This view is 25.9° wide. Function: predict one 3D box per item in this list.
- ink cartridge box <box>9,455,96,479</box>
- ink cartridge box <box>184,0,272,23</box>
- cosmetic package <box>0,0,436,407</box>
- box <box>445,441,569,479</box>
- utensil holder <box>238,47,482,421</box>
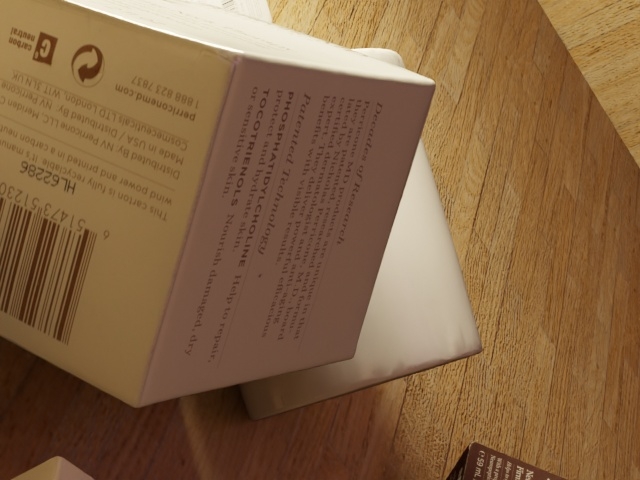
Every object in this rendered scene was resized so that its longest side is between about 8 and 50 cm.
[{"bbox_3d":[-0.241,0.366,1.168,0.197,0.198,0.270,44,30,-31],"label":"ink cartridge box"},{"bbox_3d":[-0.210,-0.328,1.736,0.306,0.131,0.226,-35,115,-53],"label":"ink cartridge box"},{"bbox_3d":[-0.146,-0.064,1.403,0.393,0.329,0.327,-5,114,-60],"label":"cosmetic package"},{"bbox_3d":[0.256,0.418,1.924,0.203,0.167,0.168,22,42,-2],"label":"box"},{"bbox_3d":[0.000,0.000,1.735,0.327,0.327,0.385,-4,76,-60],"label":"utensil holder"}]
